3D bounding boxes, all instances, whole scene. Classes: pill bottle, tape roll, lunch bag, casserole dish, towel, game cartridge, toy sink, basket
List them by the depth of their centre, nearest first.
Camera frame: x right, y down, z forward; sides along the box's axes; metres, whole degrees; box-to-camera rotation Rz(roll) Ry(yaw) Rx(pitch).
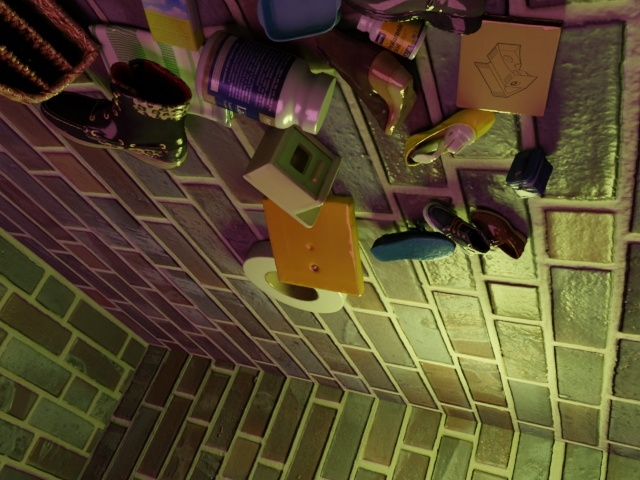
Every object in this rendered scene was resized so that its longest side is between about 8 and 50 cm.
[{"bbox_3d":[0.127,-0.377,1.051,0.116,0.065,0.065,24,152,-3],"label":"pill bottle"},{"bbox_3d":[-0.033,-0.427,1.064,0.188,0.037,0.114,2,109,36],"label":"casserole dish"},{"bbox_3d":[0.428,-0.139,1.215,0.065,0.098,0.067,42,151,-28],"label":"lunch bag"},{"bbox_3d":[-0.111,-0.324,1.222,0.265,0.153,0.153,20,152,4],"label":"pill bottle"},{"bbox_3d":[-0.702,-0.456,1.318,0.223,0.213,0.299,11,152,45],"label":"basket"},{"bbox_3d":[-0.374,-0.395,1.410,0.325,0.038,0.248,17,151,11],"label":"towel"},{"bbox_3d":[-0.045,-0.162,1.457,0.234,0.152,0.131,39,147,-27],"label":"toy sink"},{"bbox_3d":[-0.019,0.006,1.732,0.285,0.052,0.323,9,126,25],"label":"game cartridge"},{"bbox_3d":[-0.090,0.135,2.083,0.392,0.072,0.392,17,153,9],"label":"tape roll"}]

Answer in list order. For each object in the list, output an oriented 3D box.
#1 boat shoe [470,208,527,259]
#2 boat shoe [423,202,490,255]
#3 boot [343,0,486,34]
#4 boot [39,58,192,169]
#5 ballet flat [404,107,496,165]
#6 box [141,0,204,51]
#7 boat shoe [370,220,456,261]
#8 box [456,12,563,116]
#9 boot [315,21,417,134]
[{"bbox_3d":[0.443,-0.015,1.458,0.178,0.060,0.064,33,150,-19],"label":"boat shoe"},{"bbox_3d":[0.341,-0.033,1.455,0.183,0.065,0.083,39,171,-5],"label":"boat shoe"},{"bbox_3d":[0.160,-0.436,0.939,0.247,0.083,0.161,15,139,13],"label":"boot"},{"bbox_3d":[-0.491,-0.327,1.423,0.377,0.138,0.284,23,152,-10],"label":"boot"},{"bbox_3d":[0.264,-0.209,1.232,0.077,0.077,0.231,40,147,-25],"label":"ballet flat"},{"bbox_3d":[-0.310,-0.480,1.209,0.109,0.042,0.178,17,151,9],"label":"box"},{"bbox_3d":[0.249,-0.005,1.593,0.258,0.089,0.109,0,135,37],"label":"boat shoe"},{"bbox_3d":[0.334,-0.312,1.058,0.164,0.021,0.201,12,148,18],"label":"box"},{"bbox_3d":[0.089,-0.325,1.175,0.207,0.090,0.248,37,172,12],"label":"boot"}]
